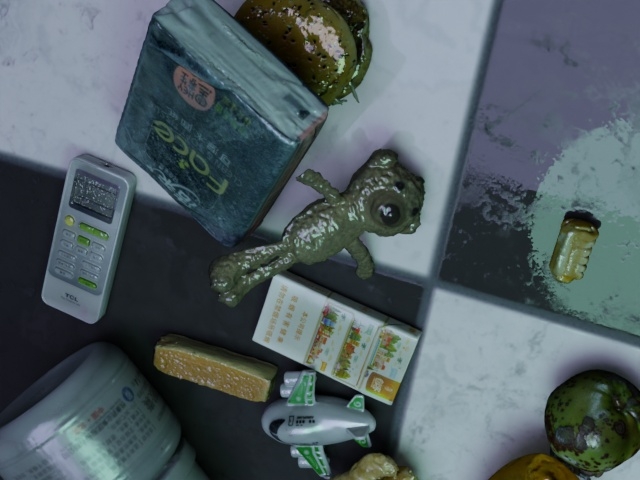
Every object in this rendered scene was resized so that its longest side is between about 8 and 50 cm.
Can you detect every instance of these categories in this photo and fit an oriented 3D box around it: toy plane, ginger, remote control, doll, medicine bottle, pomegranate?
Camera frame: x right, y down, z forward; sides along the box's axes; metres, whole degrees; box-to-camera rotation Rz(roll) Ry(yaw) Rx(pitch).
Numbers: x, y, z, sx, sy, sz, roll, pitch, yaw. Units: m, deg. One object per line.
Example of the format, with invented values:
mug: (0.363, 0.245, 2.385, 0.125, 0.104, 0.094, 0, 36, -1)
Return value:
toy plane: (0.328, 0.314, 1.446, 0.078, 0.031, 0.083, -8, 109, 35)
ginger: (0.104, 0.396, 1.511, 0.157, 0.102, 0.216, -39, 106, 17)
remote control: (-0.344, 0.000, 1.562, 0.103, 0.034, 0.250, 24, 114, 10)
toy plane: (-0.004, 0.262, 1.513, 0.174, 0.080, 0.174, 7, 113, 17)
doll: (-0.005, -0.015, 1.361, 0.286, 0.091, 0.202, -5, 116, -10)
medicine bottle: (-0.313, 0.331, 1.552, 0.245, 0.245, 0.306, -31, 103, 25)
pomegranate: (0.360, 0.248, 1.356, 0.125, 0.138, 0.163, 4, 123, 46)

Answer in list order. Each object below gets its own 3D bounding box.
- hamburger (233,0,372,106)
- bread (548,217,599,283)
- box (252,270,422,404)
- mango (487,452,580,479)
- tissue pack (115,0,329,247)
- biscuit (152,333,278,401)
hamburger: (-0.020, -0.236, 1.324, 0.185, 0.113, 0.177, 46, 115, 0)
bread: (0.320, 0.013, 1.340, 0.049, 0.033, 0.088, 9, 116, 0)
box: (0.020, 0.136, 1.486, 0.220, 0.032, 0.122, 24, 115, 9)
mango: (0.282, 0.431, 1.427, 0.187, 0.144, 0.359, 10, 123, 35)
tissue pack: (-0.131, -0.143, 1.324, 0.228, 0.103, 0.315, 44, 151, 3)
biscuit: (-0.154, 0.184, 1.551, 0.188, 0.056, 0.052, 17, 111, 14)
